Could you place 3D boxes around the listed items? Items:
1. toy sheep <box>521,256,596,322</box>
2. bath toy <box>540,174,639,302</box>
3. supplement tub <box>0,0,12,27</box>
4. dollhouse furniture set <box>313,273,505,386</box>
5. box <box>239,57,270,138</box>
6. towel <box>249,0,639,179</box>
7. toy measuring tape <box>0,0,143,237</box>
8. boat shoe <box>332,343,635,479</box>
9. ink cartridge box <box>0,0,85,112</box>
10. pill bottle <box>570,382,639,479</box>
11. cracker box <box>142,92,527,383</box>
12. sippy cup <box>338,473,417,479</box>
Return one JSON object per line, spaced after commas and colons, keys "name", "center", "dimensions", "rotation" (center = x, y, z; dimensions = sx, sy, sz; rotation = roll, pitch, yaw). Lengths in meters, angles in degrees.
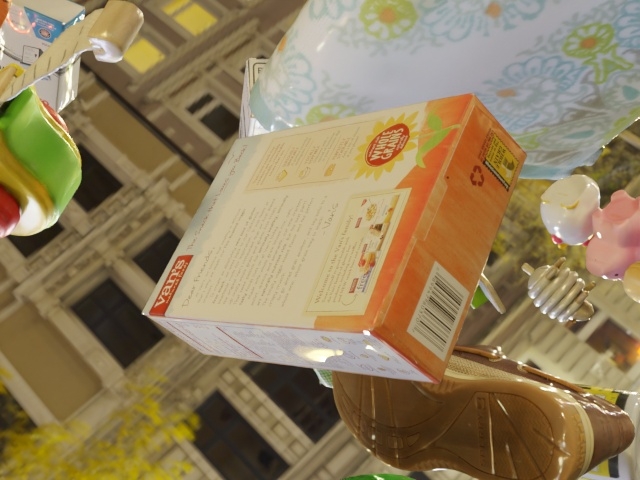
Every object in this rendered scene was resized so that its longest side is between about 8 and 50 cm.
{"name": "toy sheep", "center": [0.373, 0.078, 1.367], "dimensions": [0.091, 0.132, 0.091], "rotation": [-44, -13, -13]}
{"name": "bath toy", "center": [0.472, 0.011, 1.323], "dimensions": [0.151, 0.348, 0.129], "rotation": [-40, -55, -10]}
{"name": "supplement tub", "center": [-0.469, -0.306, 0.810], "dimensions": [0.207, 0.207, 0.338], "rotation": [-48, -40, -3]}
{"name": "dollhouse furniture set", "center": [0.098, 0.107, 1.276], "dimensions": [0.302, 0.151, 0.197], "rotation": [-33, -65, 1]}
{"name": "box", "center": [-0.033, -0.168, 1.285], "dimensions": [0.169, 0.087, 0.290], "rotation": [-1, -14, -9]}
{"name": "towel", "center": [0.166, -0.175, 0.728], "dimensions": [0.375, 0.090, 0.320], "rotation": [4, -30, -27]}
{"name": "toy measuring tape", "center": [-0.207, -0.072, 0.652], "dimensions": [0.330, 0.121, 0.121], "rotation": [-16, 1, 42]}
{"name": "boat shoe", "center": [0.143, 0.159, 0.848], "dimensions": [0.123, 0.342, 0.123], "rotation": [-3, -89, -35]}
{"name": "ink cartridge box", "center": [-0.497, -0.336, 1.515], "dimensions": [0.082, 0.140, 0.190], "rotation": [-66, -3, -50]}
{"name": "pill bottle", "center": [0.309, 0.242, 1.122], "dimensions": [0.119, 0.209, 0.119], "rotation": [-8, -81, -58]}
{"name": "cracker box", "center": [0.000, 0.000, 0.559], "dimensions": [0.067, 0.232, 0.155], "rotation": [40, -116, -33]}
{"name": "sippy cup", "center": [0.060, 0.387, 0.835], "dimensions": [0.240, 0.224, 0.305], "rotation": [24, -69, -32]}
